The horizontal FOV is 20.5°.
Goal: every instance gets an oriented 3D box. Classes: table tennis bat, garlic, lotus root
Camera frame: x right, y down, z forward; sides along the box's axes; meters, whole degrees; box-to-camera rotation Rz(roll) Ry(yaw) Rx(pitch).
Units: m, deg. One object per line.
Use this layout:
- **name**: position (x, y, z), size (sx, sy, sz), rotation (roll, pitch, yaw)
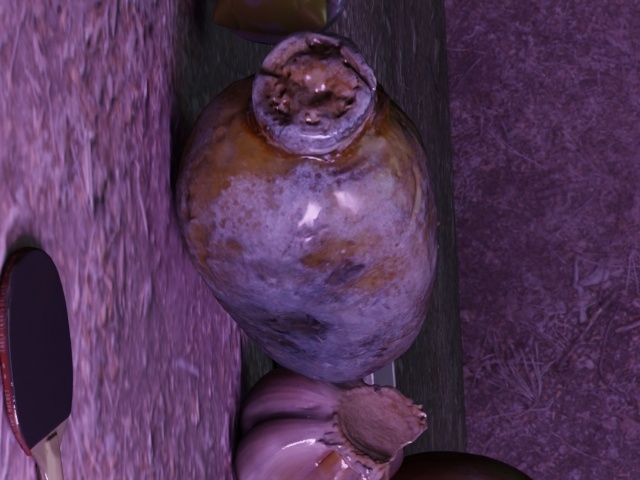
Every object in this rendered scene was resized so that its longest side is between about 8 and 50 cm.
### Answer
- **table tennis bat**: position (-0.133, 0.080, 0.854), size (0.087, 0.013, 0.156), rotation (-45, 131, -79)
- **garlic**: position (-0.011, 0.168, 1.336), size (0.131, 0.127, 0.194), rotation (-60, 178, -39)
- **lotus root**: position (-0.001, 0.002, 1.196), size (0.349, 0.175, 0.175), rotation (72, 18, -58)

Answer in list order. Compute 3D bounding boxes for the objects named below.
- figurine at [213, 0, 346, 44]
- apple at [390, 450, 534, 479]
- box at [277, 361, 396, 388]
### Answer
- **figurine**: position (-0.038, -0.224, 1.200), size (0.208, 0.128, 0.183), rotation (-23, 114, -71)
- **apple**: position (0.136, 0.345, 1.754), size (0.306, 0.235, 0.305), rotation (-1, 90, -82)
- **box**: position (0.008, 0.036, 1.511), size (0.129, 0.086, 0.225), rotation (-37, 124, -78)
